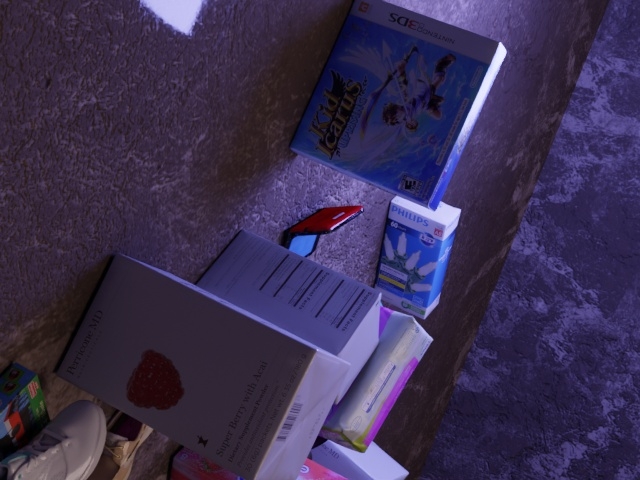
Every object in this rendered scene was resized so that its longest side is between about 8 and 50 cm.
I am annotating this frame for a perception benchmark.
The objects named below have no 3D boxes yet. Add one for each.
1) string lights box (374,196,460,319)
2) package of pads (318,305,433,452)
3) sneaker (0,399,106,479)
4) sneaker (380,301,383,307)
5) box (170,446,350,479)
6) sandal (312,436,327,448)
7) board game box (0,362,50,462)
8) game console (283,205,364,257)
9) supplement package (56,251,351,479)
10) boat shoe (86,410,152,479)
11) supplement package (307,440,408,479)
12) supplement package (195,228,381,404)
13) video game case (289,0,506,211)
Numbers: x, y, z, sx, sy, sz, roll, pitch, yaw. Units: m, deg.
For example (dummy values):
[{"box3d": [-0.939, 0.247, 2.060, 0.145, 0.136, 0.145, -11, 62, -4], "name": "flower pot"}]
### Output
[{"box3d": [0.203, 0.028, 2.355, 0.077, 0.133, 0.259, -43, 150, -46], "name": "string lights box"}, {"box3d": [0.004, 0.198, 1.799, 0.229, 0.297, 0.101, -57, 134, -14], "name": "package of pads"}, {"box3d": [-0.326, 0.259, 1.250, 0.212, 0.080, 0.094, -54, 146, -27], "name": "sneaker"}, {"box3d": [0.029, 0.152, 2.090, 0.275, 0.110, 0.107, -36, 145, -53], "name": "sneaker"}, {"box3d": [-0.093, 0.439, 1.825, 0.142, 0.300, 0.154, -42, 151, -52], "name": "box"}, {"box3d": [-0.037, 0.355, 2.039, 0.168, 0.107, 0.445, -4, 128, -58], "name": "sandal"}, {"box3d": [-0.390, 0.264, 1.250, 0.211, 0.039, 0.160, -50, 156, -35], "name": "board game box"}, {"box3d": [0.000, 0.000, 1.884, 0.144, 0.124, 0.085, -34, 117, -57], "name": "game console"}, {"box3d": [-0.143, 0.163, 1.385, 0.177, 0.293, 0.175, -65, 161, -4], "name": "supplement package"}, {"box3d": [-0.283, 0.281, 1.523, 0.059, 0.063, 0.170, 85, 25, -49], "name": "boat shoe"}, {"box3d": [0.006, 0.524, 2.253, 0.262, 0.199, 0.198, -54, 162, 9], "name": "supplement package"}, {"box3d": [-0.047, 0.113, 1.649, 0.134, 0.244, 0.139, -52, 156, -33], "name": "supplement package"}, {"box3d": [0.116, -0.214, 1.686, 0.269, 0.244, 0.061, -66, 159, 1], "name": "video game case"}]
